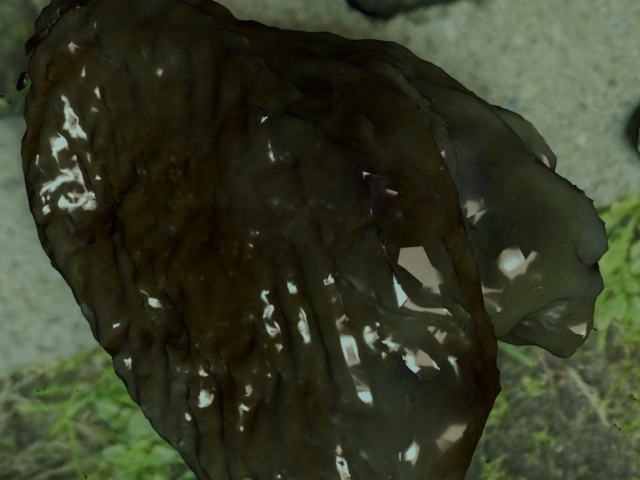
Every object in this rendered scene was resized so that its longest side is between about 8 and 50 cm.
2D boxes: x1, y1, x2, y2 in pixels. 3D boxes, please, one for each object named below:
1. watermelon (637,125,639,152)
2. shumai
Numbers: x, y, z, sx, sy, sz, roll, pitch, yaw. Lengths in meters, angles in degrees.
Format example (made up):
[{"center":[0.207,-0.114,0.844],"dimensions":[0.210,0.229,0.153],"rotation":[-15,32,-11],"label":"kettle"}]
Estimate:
[{"center":[0.205,-0.047,0.557],"dimensions":[0.085,0.061,0.085],"rotation":[-3,102,-15],"label":"watermelon"},{"center":[0.000,0.004,0.473],"dimensions":[0.185,0.218,0.184],"rotation":[-15,136,-62],"label":"shumai"}]
